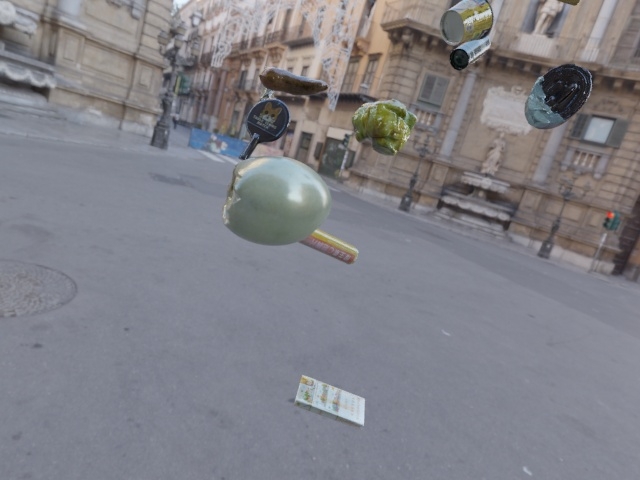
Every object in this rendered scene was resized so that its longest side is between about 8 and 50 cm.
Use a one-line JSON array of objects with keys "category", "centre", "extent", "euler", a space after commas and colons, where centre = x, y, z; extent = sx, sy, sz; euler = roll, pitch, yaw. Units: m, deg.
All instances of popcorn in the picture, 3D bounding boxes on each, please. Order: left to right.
[{"category": "popcorn", "centre": [0.265, -0.499, 1.747], "extent": [0.276, 0.225, 0.276], "euler": [33, -20, 14]}]

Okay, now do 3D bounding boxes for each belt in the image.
[{"category": "belt", "centre": [0.708, -0.430, 1.217], "extent": [0.151, 0.198, 0.078], "euler": [41, 8, 12]}]

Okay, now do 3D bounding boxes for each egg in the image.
[{"category": "egg", "centre": [-0.128, -0.119, 1.256], "extent": [0.336, 0.278, 0.278], "euler": [7, 15, -24]}]

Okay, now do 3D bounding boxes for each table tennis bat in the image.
[{"category": "table tennis bat", "centre": [-0.193, -0.361, 1.325], "extent": [0.150, 0.236, 0.027], "euler": [31, -5, 14]}]

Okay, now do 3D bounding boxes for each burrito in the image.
[{"category": "burrito", "centre": [-0.230, -0.688, 1.799], "extent": [0.060, 0.226, 0.087], "euler": [-6, -24, 32]}]

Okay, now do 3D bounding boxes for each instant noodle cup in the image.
[{"category": "instant noodle cup", "centre": [0.492, -0.747, 1.378], "extent": [0.122, 0.151, 0.151], "euler": [-29, 32, -19]}]

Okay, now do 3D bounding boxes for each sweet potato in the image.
[{"category": "sweet potato", "centre": [-0.114, -0.660, 1.694], "extent": [0.291, 0.097, 0.097], "euler": [8, 13, -8]}]

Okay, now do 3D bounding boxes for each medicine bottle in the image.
[{"category": "medicine bottle", "centre": [0.000, 0.000, 1.798], "extent": [0.426, 0.108, 0.108], "euler": [24, 5, -38]}]

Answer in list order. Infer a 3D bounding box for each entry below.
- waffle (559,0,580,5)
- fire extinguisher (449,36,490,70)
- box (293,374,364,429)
[{"category": "waffle", "centre": [0.550, -0.644, 1.014], "extent": [0.191, 0.032, 0.125], "euler": [15, 42, -8]}, {"category": "fire extinguisher", "centre": [0.667, -0.833, 1.751], "extent": [0.093, 0.118, 0.294], "euler": [13, 44, 44]}, {"category": "box", "centre": [0.032, 0.509, 1.276], "extent": [0.220, 0.032, 0.122], "euler": [20, 21, 0]}]
